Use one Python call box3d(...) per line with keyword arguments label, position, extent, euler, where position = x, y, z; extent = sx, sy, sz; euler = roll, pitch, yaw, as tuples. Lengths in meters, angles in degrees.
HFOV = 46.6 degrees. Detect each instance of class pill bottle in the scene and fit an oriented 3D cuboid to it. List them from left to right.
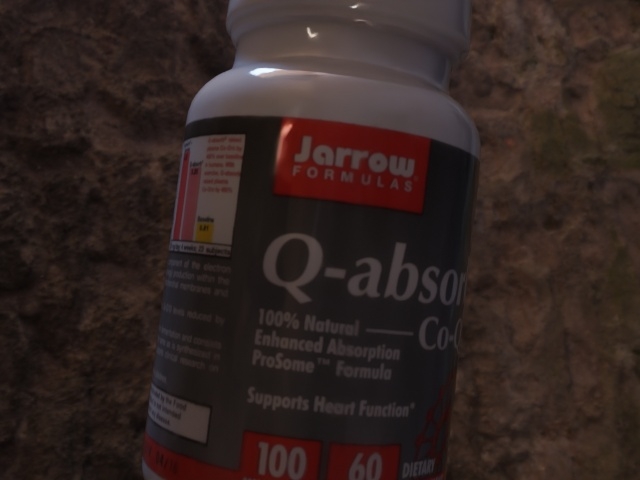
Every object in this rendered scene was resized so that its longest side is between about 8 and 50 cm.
box3d(label="pill bottle", position=(0.000, 0.000, 0.524), extent=(0.210, 0.210, 0.363), euler=(10, -94, -58))
